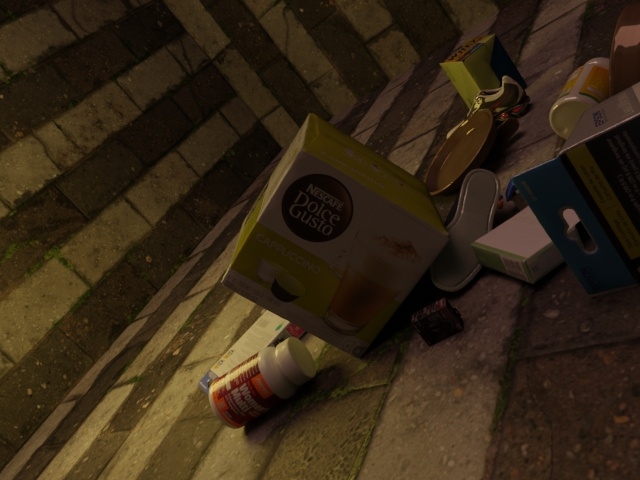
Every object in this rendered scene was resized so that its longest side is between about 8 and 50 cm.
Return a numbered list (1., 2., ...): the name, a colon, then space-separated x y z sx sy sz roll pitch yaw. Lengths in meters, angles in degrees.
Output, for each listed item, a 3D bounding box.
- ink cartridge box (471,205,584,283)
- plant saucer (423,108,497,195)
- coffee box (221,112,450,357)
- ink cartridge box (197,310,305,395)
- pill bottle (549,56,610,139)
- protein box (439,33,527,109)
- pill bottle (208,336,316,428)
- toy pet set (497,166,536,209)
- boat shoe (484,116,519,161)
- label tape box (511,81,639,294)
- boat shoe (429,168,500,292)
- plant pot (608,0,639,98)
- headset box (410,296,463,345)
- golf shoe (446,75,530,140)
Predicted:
1. ink cartridge box: 0.421 -0.022 1.071 0.235 0.056 0.171 -32 17 -10
2. plant saucer: 0.382 -0.230 1.572 0.278 0.041 0.278 -53 13 17
3. coffee box: 0.029 -0.027 1.266 0.334 0.337 0.338 -56 11 21
4. ink cartridge box: -0.171 0.292 1.497 0.311 0.065 0.186 -43 18 -19
5. pill bottle: 0.613 -0.329 1.323 0.117 0.117 0.208 -17 29 52
6. protein box: 0.525 -0.541 1.881 0.136 0.200 0.201 -39 17 3
7. pill bottle: -0.126 0.309 1.264 0.221 0.121 0.121 -35 18 16
8. toy pet set: 0.428 -0.119 1.271 0.122 0.065 0.114 -30 20 29
9. boat shoe: 0.477 -0.267 1.568 0.152 0.056 0.049 -43 -10 16
10. label tape box: 0.482 -0.094 0.795 0.347 0.249 0.115 -28 21 34
11. boat shoe: 0.306 -0.009 1.219 0.302 0.114 0.091 -59 -15 -24
12. plant pot: 0.661 -0.295 1.002 0.229 0.263 0.263 8 48 42
13. headset box: 0.217 0.147 1.058 0.083 0.062 0.032 -31 20 24
14. golf shoe: 0.480 -0.383 1.726 0.273 0.120 0.105 -30 22 34
